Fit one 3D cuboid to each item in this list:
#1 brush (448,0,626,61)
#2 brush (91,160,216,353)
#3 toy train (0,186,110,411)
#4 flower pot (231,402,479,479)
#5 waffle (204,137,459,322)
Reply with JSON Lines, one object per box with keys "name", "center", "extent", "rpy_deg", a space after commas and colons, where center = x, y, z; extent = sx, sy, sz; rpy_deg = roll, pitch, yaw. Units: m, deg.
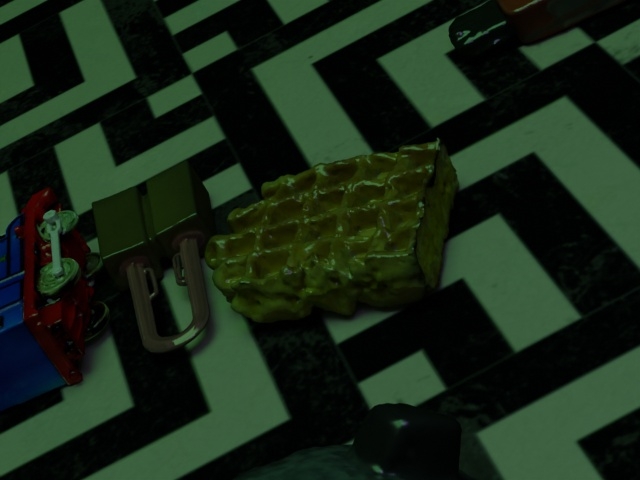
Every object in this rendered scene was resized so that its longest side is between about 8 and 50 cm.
{"name": "brush", "center": [0.268, -0.253, 1.490], "extent": [0.323, 0.051, 0.070], "rpy_deg": [-23, 30, 5]}
{"name": "brush", "center": [-0.138, 0.021, 1.401], "extent": [0.103, 0.047, 0.233], "rpy_deg": [-25, 33, 4]}
{"name": "toy train", "center": [-0.257, 0.049, 1.414], "extent": [0.131, 0.082, 0.204], "rpy_deg": [-25, 32, 7]}
{"name": "flower pot", "center": [0.069, 0.245, 0.743], "extent": [0.299, 0.299, 0.283], "rpy_deg": [-32, 25, -8]}
{"name": "waffle", "center": [0.000, 0.000, 1.323], "extent": [0.211, 0.055, 0.160], "rpy_deg": [-12, 35, 21]}
